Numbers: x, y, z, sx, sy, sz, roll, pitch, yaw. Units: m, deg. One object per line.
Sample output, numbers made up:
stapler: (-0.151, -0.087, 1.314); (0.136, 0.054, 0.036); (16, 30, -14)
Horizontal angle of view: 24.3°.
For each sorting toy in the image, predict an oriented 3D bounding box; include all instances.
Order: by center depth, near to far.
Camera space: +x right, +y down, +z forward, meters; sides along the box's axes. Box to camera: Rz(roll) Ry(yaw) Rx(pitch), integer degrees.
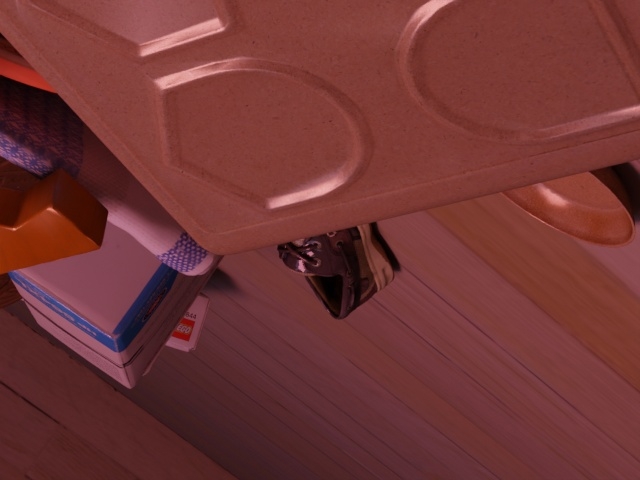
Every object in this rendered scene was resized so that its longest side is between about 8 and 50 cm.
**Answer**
sorting toy: (-0.040, -0.071, 0.497); (0.307, 0.041, 0.229); (-13, 142, 28)

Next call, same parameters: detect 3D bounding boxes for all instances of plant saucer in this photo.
plant saucer: (0.099, -0.028, 0.624); (0.083, 0.015, 0.083); (33, 166, 9)

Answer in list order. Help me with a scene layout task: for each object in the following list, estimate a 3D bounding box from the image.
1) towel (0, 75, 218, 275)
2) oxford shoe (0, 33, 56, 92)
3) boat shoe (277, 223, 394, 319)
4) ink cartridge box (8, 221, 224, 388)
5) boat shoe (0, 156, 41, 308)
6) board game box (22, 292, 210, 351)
towel: (-0.164, -0.106, 0.649); (0.285, 0.034, 0.209); (32, -157, -30)
oxford shoe: (-0.161, -0.161, 0.569); (0.271, 0.098, 0.097); (40, -157, -11)
boat shoe: (0.000, 0.000, 0.870); (0.056, 0.049, 0.152); (24, 162, 37)
ink cartridge box: (-0.112, -0.003, 0.913); (0.086, 0.148, 0.203); (33, 166, 3)
boat shoe: (-0.211, -0.041, 0.961); (0.104, 0.089, 0.285); (-2, 150, -32)
board game box: (-0.259, 0.016, 1.274); (0.305, 0.053, 0.193); (19, 179, -17)
